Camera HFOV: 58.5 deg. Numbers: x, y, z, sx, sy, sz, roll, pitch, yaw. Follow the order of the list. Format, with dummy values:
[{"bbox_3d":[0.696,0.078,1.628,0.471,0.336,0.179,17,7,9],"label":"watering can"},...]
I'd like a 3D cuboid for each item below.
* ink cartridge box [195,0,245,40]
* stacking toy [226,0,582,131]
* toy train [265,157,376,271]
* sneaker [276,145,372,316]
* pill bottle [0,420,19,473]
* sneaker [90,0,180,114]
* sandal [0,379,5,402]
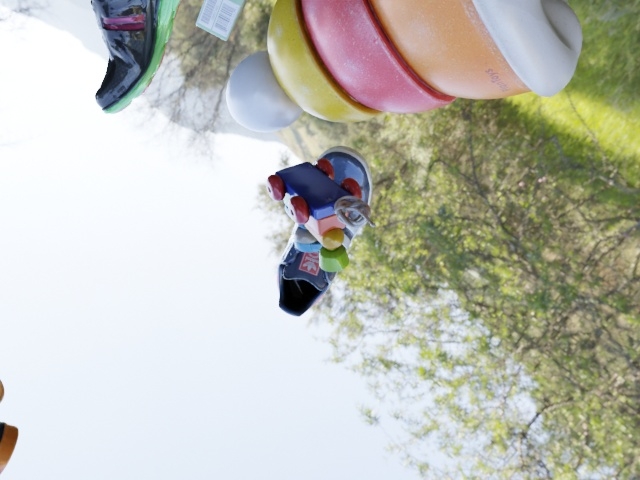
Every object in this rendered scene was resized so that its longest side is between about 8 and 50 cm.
[{"bbox_3d":[-0.092,-0.420,0.808,0.056,0.171,0.235,25,-124,-15],"label":"ink cartridge box"},{"bbox_3d":[0.045,-0.271,0.743,0.351,0.480,0.350,29,-128,-44],"label":"stacking toy"},{"bbox_3d":[0.015,-0.013,0.836,0.105,0.143,0.248,-21,-145,-18],"label":"toy train"},{"bbox_3d":[0.000,0.000,1.054,0.131,0.350,0.148,19,-146,5],"label":"sneaker"},{"bbox_3d":[-0.580,0.278,0.834,0.246,0.130,0.130,35,-168,-34],"label":"pill bottle"},{"bbox_3d":[-0.448,-0.531,1.342,0.202,0.482,0.185,18,-158,-21],"label":"sneaker"},{"bbox_3d":[-0.670,0.209,1.074,0.102,0.076,0.265,-92,-22,-55],"label":"sandal"}]
